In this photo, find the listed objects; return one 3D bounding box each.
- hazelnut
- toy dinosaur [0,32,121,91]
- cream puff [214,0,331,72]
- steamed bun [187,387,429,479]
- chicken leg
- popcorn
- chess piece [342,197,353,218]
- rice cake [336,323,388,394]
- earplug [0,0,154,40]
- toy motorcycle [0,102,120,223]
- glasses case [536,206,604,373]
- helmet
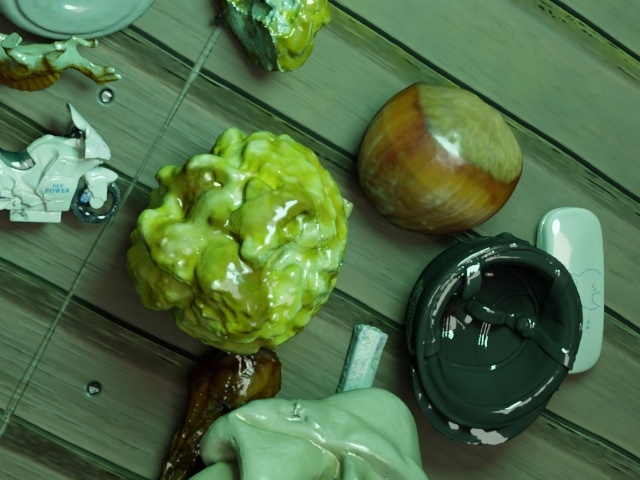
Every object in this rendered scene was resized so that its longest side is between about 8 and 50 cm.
[{"bbox_3d":[0.149,-0.100,1.835,0.214,0.176,0.214,2,113,5],"label":"hazelnut"},{"bbox_3d":[-0.363,-0.215,1.702,0.212,0.142,0.057,-8,65,19],"label":"toy dinosaur"},{"bbox_3d":[-0.044,-0.292,1.772,0.156,0.156,0.121,-49,143,-8],"label":"cream puff"},{"bbox_3d":[-0.012,0.373,1.744,0.368,0.255,0.342,-1,113,-26],"label":"steamed bun"},{"bbox_3d":[-0.158,0.254,1.815,0.113,0.093,0.304,32,92,-13],"label":"chicken leg"},{"bbox_3d":[-0.092,-0.005,1.710,0.282,0.247,0.282,-1,73,2],"label":"popcorn"},{"bbox_3d":[0.000,0.000,1.854,0.066,0.066,0.122,24,80,-19],"label":"chess piece"},{"bbox_3d":[0.041,0.216,1.898,0.043,0.034,0.211,16,90,-16],"label":"rice cake"},{"bbox_3d":[-0.254,-0.377,1.682,0.325,0.175,0.214,-48,145,-5],"label":"earplug"},{"bbox_3d":[-0.349,-0.094,1.710,0.221,0.102,0.150,1,107,-19],"label":"toy motorcycle"},{"bbox_3d":[0.348,0.070,1.973,0.092,0.059,0.233,-2,95,-17],"label":"glasses case"},{"bbox_3d":[0.213,0.116,1.881,0.230,0.160,0.279,7,107,-18],"label":"helmet"}]
